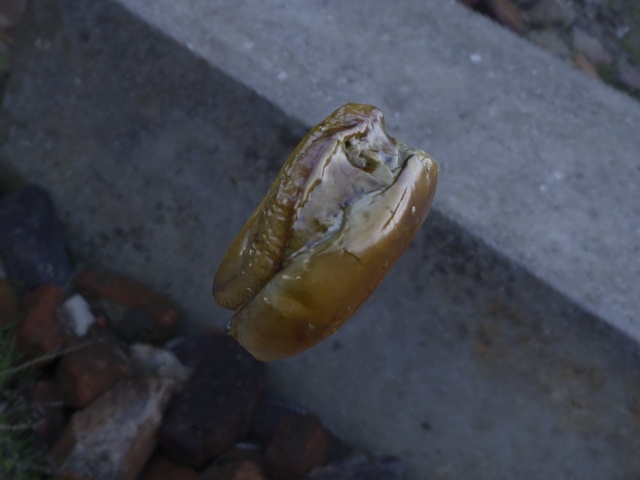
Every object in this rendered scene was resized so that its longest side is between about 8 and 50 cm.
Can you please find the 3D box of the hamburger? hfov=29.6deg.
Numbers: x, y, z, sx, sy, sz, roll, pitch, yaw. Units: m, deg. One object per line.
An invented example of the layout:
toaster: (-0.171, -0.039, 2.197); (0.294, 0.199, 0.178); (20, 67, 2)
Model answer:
hamburger: (0.000, 0.000, 1.387); (0.170, 0.314, 0.290); (41, 44, 3)
